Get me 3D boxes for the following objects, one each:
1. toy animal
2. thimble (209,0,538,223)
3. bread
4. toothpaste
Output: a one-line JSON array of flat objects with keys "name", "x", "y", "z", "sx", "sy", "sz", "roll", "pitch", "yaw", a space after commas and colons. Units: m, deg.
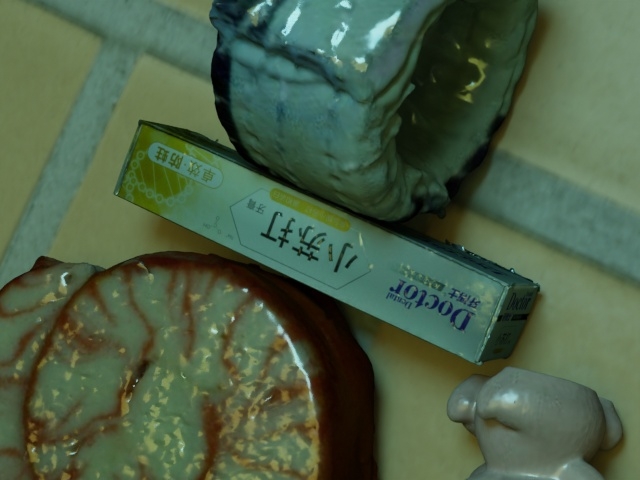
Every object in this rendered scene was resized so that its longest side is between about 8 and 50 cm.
[{"name": "toy animal", "x": 0.134, "y": 0.194, "z": 0.926, "sx": 0.124, "sy": 0.124, "sz": 0.212, "roll": 2, "pitch": 80, "yaw": 22}, {"name": "thimble", "x": 0.037, "y": -0.131, "z": 0.945, "sx": 0.150, "sy": 0.237, "sz": 0.237, "roll": 26, "pitch": 92, "yaw": 24}, {"name": "bread", "x": -0.122, "y": 0.156, "z": 1.032, "sx": 0.327, "sy": 0.114, "sz": 0.295, "roll": 0, "pitch": 82, "yaw": 20}, {"name": "toothpaste", "x": 0.000, "y": 0.000, "z": 1.017, "sx": 0.313, "sy": 0.089, "sz": 0.071, "roll": 25, "pitch": 97, "yaw": 23}]
